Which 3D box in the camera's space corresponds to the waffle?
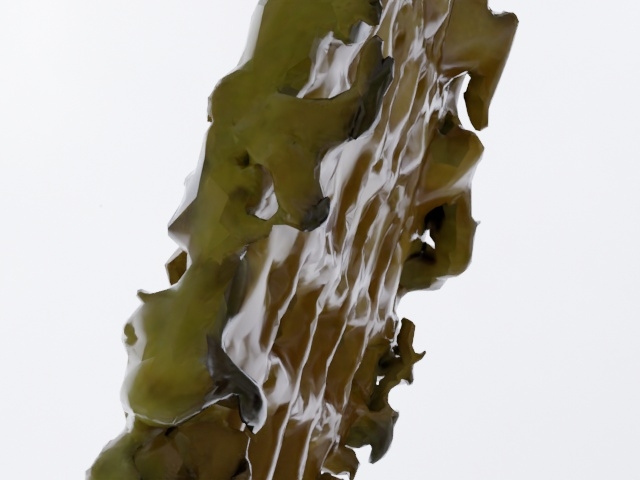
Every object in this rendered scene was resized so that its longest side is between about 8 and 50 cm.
[{"bbox_3d":[0.003,0.001,0.519,0.060,0.262,0.281,20,-52,14],"label":"waffle"}]
